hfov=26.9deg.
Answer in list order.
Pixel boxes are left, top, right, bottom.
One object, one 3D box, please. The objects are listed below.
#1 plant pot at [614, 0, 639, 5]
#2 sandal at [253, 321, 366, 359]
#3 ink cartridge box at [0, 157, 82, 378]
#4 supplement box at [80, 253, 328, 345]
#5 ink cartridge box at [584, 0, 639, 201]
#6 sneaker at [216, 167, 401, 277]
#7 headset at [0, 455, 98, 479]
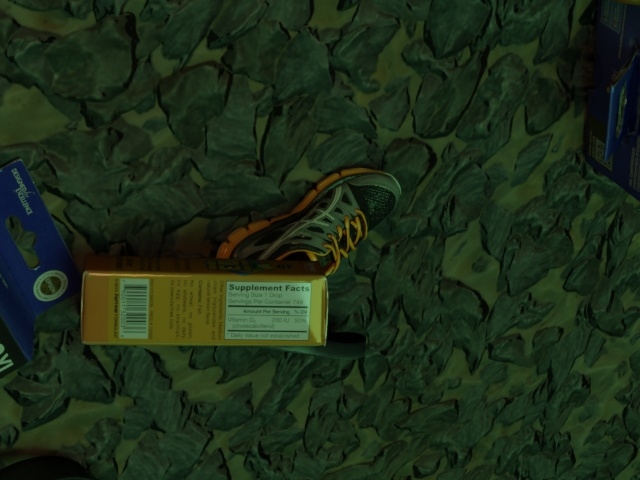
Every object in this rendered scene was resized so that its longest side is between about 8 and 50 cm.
[{"bbox_3d":[0.265,-0.335,1.288,0.188,0.205,0.205,3,119,-20],"label":"plant pot"},{"bbox_3d":[-0.045,0.090,1.433,0.255,0.097,0.054,12,86,-42],"label":"sandal"},{"bbox_3d":[-0.389,0.090,1.199,0.371,0.069,0.175,-33,134,-16],"label":"ink cartridge box"},{"bbox_3d":[-0.112,0.058,1.293,0.234,0.078,0.080,3,102,-9],"label":"supplement box"},{"bbox_3d":[0.459,-0.209,1.543,0.396,0.151,0.270,-20,130,-21],"label":"ink cartridge box"},{"bbox_3d":[0.000,0.000,1.401,0.215,0.083,0.084,-31,133,-16],"label":"sneaker"},{"bbox_3d":[-0.390,0.368,1.374,0.394,0.185,0.243,-37,141,-30],"label":"headset"}]
